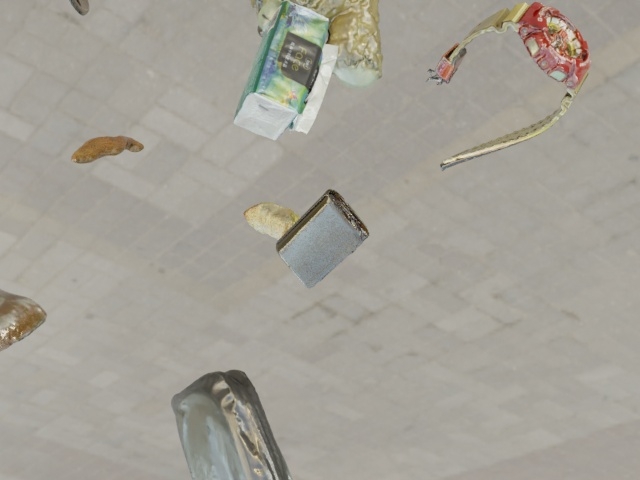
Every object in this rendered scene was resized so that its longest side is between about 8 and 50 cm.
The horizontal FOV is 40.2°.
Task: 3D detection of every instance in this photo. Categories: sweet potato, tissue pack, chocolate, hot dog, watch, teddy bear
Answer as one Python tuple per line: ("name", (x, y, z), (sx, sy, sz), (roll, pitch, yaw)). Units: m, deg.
("sweet potato", (-0.354, -0.156, 1.466), (0.044, 0.179, 0.044), (8, 109, 25))
("tissue pack", (-0.031, -0.167, 0.892), (0.079, 0.111, 0.085), (22, 159, -13))
("chocolate", (-0.607, 0.126, 1.525), (0.254, 0.157, 0.080), (7, 123, 43))
("hot dog", (-0.077, -0.035, 1.780), (0.169, 0.061, 0.078), (29, 119, 29))
("watch", (0.230, -0.202, 1.168), (0.268, 0.102, 0.165), (-24, 109, 44))
("teddy bear", (-0.020, -0.342, 1.193), (0.256, 0.156, 0.267), (12, 143, 57))

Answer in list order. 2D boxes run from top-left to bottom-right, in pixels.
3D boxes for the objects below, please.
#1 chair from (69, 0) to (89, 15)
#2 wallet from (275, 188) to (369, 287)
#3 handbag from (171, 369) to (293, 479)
("chair", (-0.390, -0.505, 1.270), (0.183, 0.326, 0.175), (-41, 164, -11))
("wallet", (0.000, 0.000, 1.531), (0.110, 0.031, 0.198), (50, 138, 4))
("handbag", (-0.082, 0.323, 1.062), (0.075, 0.332, 0.191), (-17, 167, -38))
